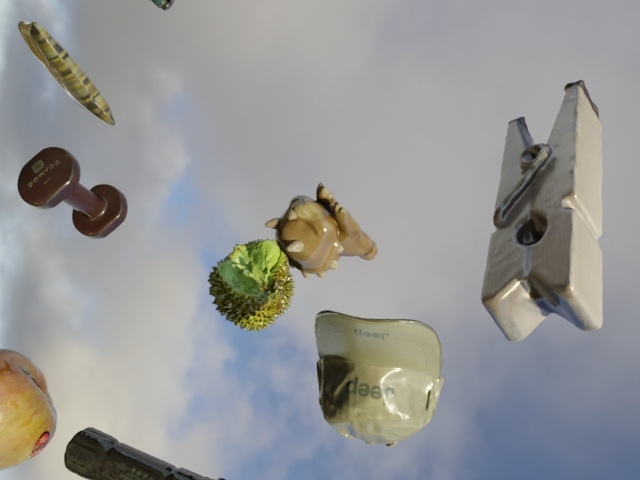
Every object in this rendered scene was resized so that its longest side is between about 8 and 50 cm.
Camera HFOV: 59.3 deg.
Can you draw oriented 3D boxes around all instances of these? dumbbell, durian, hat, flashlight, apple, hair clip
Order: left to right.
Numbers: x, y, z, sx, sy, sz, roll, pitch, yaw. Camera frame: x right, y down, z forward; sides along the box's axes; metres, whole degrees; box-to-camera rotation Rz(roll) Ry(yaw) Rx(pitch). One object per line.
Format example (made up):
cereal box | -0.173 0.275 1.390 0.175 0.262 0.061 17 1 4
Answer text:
apple | -0.646 0.337 1.119 0.261 0.194 0.261 47 -30 38
dumbbell | -0.547 -0.100 1.259 0.140 0.225 0.124 -43 -115 -5
flashlight | -0.299 0.470 1.071 0.424 0.103 0.103 17 -74 13
durian | -0.163 0.111 1.358 0.237 0.200 0.176 -70 156 -57
hat | 0.073 0.216 0.856 0.214 0.245 0.149 3 -118 17
hair clip | 0.235 -0.044 0.587 0.101 0.085 0.331 -16 -149 37

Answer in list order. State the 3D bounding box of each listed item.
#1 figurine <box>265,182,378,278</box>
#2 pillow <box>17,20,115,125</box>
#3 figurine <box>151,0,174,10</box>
figurine | -0.004 -0.004 1.209 0.173 0.247 0.177 -42 -107 4
pillow | -0.476 -0.316 1.058 0.208 0.052 0.212 29 -24 52
figurine | -0.370 -0.535 1.154 0.086 0.149 0.087 -39 -161 37
